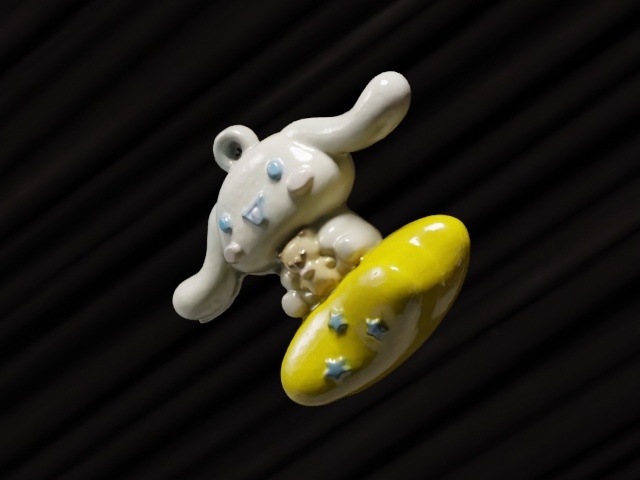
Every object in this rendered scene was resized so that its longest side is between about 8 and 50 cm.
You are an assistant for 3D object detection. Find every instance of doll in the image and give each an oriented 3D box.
[{"bbox_3d":[0.005,-0.005,0.740,0.113,0.135,0.071,29,24,22],"label":"doll"}]
